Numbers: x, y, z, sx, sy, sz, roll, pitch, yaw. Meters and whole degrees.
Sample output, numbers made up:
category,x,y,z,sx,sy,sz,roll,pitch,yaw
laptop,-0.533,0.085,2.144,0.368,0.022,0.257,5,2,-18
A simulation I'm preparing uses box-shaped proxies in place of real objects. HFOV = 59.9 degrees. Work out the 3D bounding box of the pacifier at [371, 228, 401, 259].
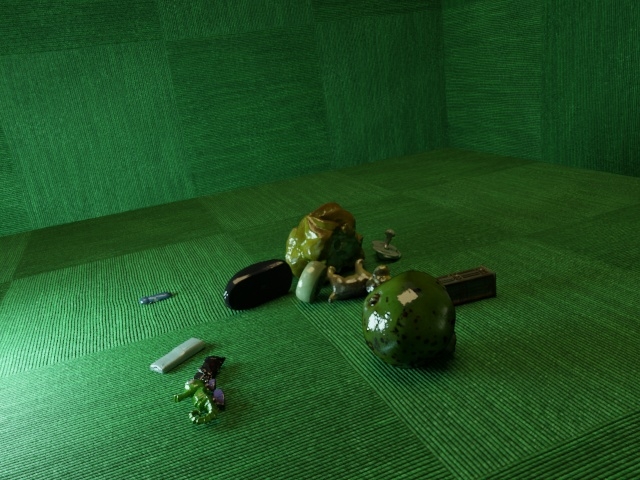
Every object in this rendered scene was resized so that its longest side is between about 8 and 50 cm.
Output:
category,x,y,z,sx,sy,sz,roll,pitch,yaw
pacifier,0.267,0.014,2.176,0.126,0.117,0.150,20,16,1

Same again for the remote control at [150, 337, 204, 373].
category,x,y,z,sx,sy,sz,roll,pitch,yaw
remote control,-0.413,0.330,1.609,0.061,0.029,0.162,4,21,36

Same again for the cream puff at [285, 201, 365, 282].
category,x,y,z,sx,sy,sz,roll,pitch,yaw
cream puff,0.001,-0.002,2.089,0.274,0.270,0.323,3,19,43

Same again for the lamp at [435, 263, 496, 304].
category,x,y,z,sx,sy,sz,roll,pitch,yaw
lamp,0.382,0.157,1.725,0.325,0.089,0.090,-11,19,-14

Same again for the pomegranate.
category,x,y,z,sx,sy,sz,roll,pitch,yaw
pomegranate,0.238,0.206,1.423,0.270,0.254,0.254,23,13,-13

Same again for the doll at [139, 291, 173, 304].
category,x,y,z,sx,sy,sz,roll,pitch,yaw
doll,-0.607,0.213,2.055,0.125,0.027,0.037,-13,19,-25

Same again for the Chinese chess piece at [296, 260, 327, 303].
category,x,y,z,sx,sy,sz,roll,pitch,yaw
Chinese chess piece,-0.027,0.139,1.858,0.058,0.144,0.144,23,27,14

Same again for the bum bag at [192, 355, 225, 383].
category,x,y,z,sx,sy,sz,roll,pitch,yaw
bum bag,-0.301,0.348,1.499,0.057,0.034,0.124,6,21,12

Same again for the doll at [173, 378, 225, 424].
category,x,y,z,sx,sy,sz,roll,pitch,yaw
doll,-0.293,0.388,1.355,0.115,0.050,0.190,-12,20,-25

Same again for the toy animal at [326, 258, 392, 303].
category,x,y,z,sx,sy,sz,roll,pitch,yaw
toy animal,0.133,0.140,1.847,0.233,0.121,0.169,-11,29,0

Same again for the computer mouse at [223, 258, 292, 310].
category,x,y,z,sx,sy,sz,roll,pitch,yaw
computer mouse,-0.223,0.149,1.912,0.269,0.138,0.086,-20,31,-31
